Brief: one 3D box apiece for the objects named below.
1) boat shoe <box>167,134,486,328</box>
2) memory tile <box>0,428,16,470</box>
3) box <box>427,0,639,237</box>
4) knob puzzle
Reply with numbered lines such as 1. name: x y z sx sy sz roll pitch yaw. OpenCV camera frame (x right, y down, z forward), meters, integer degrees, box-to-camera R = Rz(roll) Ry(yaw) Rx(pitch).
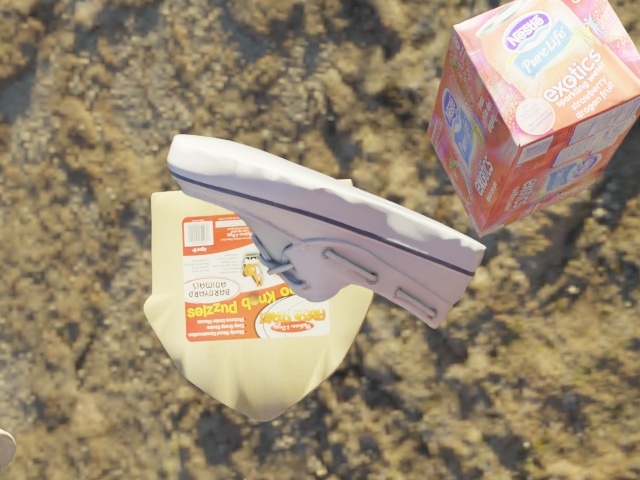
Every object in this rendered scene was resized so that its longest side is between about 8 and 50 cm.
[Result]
1. boat shoe: 0.000 0.000 0.936 0.096 0.267 0.088 30 98 51
2. memory tile: -0.297 0.140 0.952 0.012 0.113 0.148 29 148 47
3. box: 0.219 -0.132 1.360 0.300 0.154 0.142 89 157 -74
4. knob puzzle: -0.050 0.052 1.082 0.213 0.030 0.213 -1 84 9
